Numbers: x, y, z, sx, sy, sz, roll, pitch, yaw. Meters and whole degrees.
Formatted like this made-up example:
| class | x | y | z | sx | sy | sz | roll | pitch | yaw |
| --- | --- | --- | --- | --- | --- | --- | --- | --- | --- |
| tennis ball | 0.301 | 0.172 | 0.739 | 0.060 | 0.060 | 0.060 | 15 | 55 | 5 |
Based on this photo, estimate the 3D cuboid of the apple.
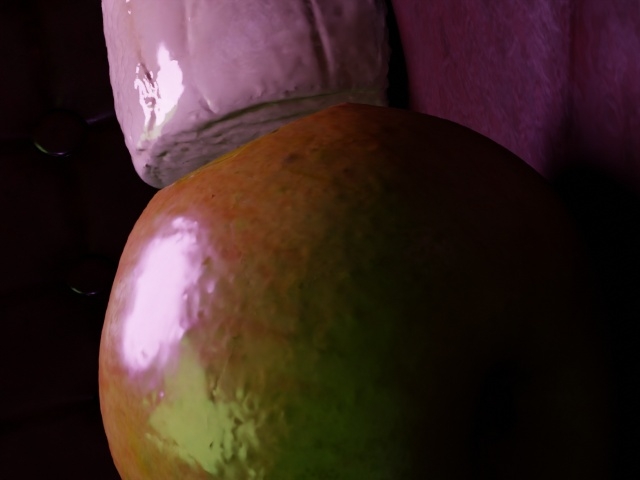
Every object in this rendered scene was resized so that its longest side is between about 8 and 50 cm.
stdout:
| class | x | y | z | sx | sy | sz | roll | pitch | yaw |
| --- | --- | --- | --- | --- | --- | --- | --- | --- | --- |
| apple | 0.031 | 0.081 | 0.963 | 0.339 | 0.339 | 0.340 | 166 | 90 | -80 |

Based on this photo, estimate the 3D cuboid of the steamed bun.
| class | x | y | z | sx | sy | sz | roll | pitch | yaw |
| --- | --- | --- | --- | --- | --- | --- | --- | --- | --- |
| steamed bun | -0.060 | -0.201 | 1.425 | 0.290 | 0.273 | 0.272 | 68 | 152 | 25 |
